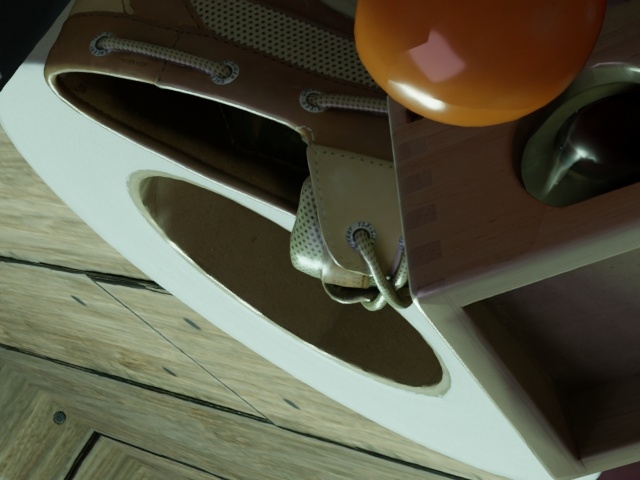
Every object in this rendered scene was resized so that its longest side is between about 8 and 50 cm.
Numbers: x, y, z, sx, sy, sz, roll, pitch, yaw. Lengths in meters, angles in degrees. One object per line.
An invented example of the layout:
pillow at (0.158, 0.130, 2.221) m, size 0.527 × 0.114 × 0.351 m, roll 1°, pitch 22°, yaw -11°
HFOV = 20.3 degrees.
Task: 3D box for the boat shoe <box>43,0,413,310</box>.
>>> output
boat shoe at (0.033, -0.026, 0.712) m, size 0.324 × 0.120 × 0.122 m, roll 29°, pitch 157°, yaw 17°

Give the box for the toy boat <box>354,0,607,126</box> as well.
toy boat at (0.057, -0.093, 0.420) m, size 0.231 × 0.151 × 0.151 m, roll 15°, pitch 156°, yaw 49°

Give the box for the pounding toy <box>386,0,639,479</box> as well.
pounding toy at (0.129, -0.033, 0.533) m, size 0.206 × 0.094 × 0.181 m, roll -19°, pitch 140°, yaw 18°

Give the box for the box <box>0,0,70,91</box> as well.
box at (-0.122, -0.140, 0.457) m, size 0.142 × 0.247 × 0.163 m, roll 32°, pitch 164°, yaw 13°

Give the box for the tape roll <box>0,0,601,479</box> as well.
tape roll at (0.000, 0.000, 0.968) m, size 0.392 × 0.072 × 0.392 m, roll 31°, pitch 164°, yaw 10°

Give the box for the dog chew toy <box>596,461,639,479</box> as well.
dog chew toy at (0.256, 0.247, 0.989) m, size 0.332 × 0.206 × 0.206 m, roll 38°, pitch 166°, yaw 14°
